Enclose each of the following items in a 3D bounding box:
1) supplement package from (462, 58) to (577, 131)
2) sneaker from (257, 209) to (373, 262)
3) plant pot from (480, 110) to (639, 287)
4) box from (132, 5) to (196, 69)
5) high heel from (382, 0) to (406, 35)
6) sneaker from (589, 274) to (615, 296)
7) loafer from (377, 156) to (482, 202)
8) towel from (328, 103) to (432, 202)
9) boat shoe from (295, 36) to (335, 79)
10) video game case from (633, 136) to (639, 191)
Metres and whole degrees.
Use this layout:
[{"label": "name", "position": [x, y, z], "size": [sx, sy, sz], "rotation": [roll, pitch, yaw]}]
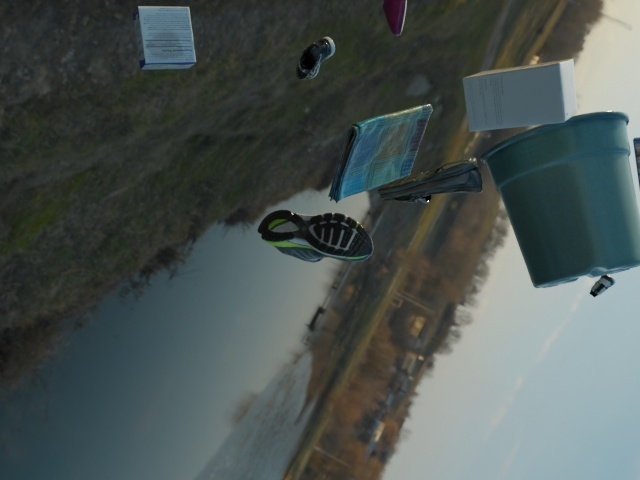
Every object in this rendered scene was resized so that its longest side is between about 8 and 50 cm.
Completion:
[{"label": "supplement package", "position": [0.370, -0.268, 1.306], "size": [0.105, 0.179, 0.105], "rotation": [-29, 114, -54]}, {"label": "sneaker", "position": [0.000, 0.000, 1.688], "size": [0.121, 0.300, 0.111], "rotation": [49, 60, -51]}, {"label": "plant pot", "position": [0.575, -0.077, 1.624], "size": [0.341, 0.341, 0.334], "rotation": [64, 14, -80]}, {"label": "box", "position": [-0.376, -0.486, 1.696], "size": [0.072, 0.126, 0.137], "rotation": [0, -83, 64]}, {"label": "high heel", "position": [0.161, -0.797, 2.155], "size": [0.127, 0.181, 0.377], "rotation": [100, -14, -75]}, {"label": "sneaker", "position": [0.757, 0.124, 1.896], "size": [0.044, 0.040, 0.109], "rotation": [-45, 160, -15]}, {"label": "loafer", "position": [0.255, -0.120, 1.662], "size": [0.268, 0.084, 0.096], "rotation": [-15, -165, 40]}, {"label": "towel", "position": [0.192, -0.272, 2.172], "size": [0.370, 0.040, 0.271], "rotation": [-22, 140, -40]}, {"label": "boat shoe", "position": [-0.019, -0.324, 1.273], "size": [0.038, 0.046, 0.125], "rotation": [-29, -177, -31]}, {"label": "video game case", "position": [0.929, -0.209, 1.929], "size": [0.015, 0.119, 0.166], "rotation": [-48, 127, -43]}]
